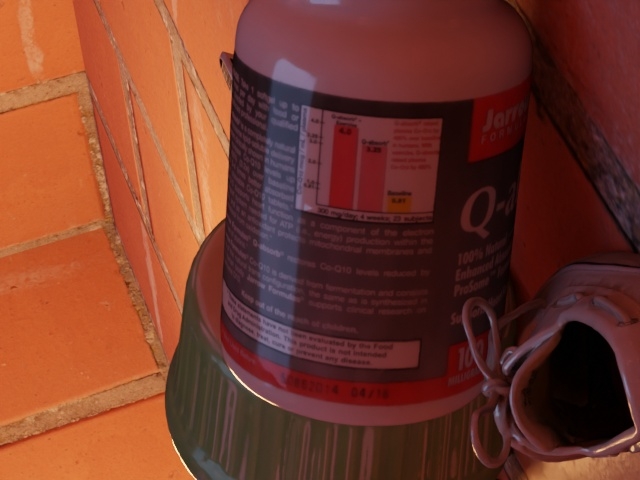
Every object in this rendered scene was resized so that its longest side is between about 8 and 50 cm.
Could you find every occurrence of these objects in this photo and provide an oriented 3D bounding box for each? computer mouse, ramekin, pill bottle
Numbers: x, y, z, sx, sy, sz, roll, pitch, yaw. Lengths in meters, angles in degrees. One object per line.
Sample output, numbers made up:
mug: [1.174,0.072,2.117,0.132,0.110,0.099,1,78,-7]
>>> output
computer mouse: [-0.069,-0.149,2.199,0.106,0.042,0.193,133,114,-82]
ramekin: [0.022,0.088,1.501,0.148,0.303,0.303,95,156,-44]
pill bottle: [0.039,-0.071,1.270,0.210,0.210,0.363,-127,37,-59]

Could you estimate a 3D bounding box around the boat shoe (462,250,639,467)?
boat shoe: [0.162,0.091,1.169,0.367,0.156,0.136,173,80,-78]

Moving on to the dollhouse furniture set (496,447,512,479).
dollhouse furniture set: [0.009,0.193,1.660,0.197,0.301,0.151,90,158,-61]
